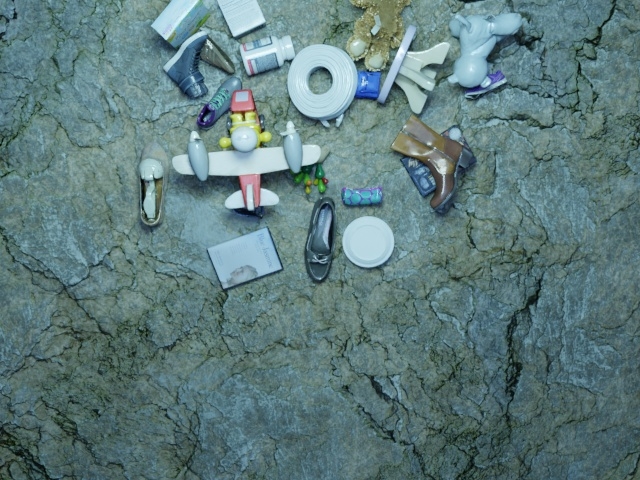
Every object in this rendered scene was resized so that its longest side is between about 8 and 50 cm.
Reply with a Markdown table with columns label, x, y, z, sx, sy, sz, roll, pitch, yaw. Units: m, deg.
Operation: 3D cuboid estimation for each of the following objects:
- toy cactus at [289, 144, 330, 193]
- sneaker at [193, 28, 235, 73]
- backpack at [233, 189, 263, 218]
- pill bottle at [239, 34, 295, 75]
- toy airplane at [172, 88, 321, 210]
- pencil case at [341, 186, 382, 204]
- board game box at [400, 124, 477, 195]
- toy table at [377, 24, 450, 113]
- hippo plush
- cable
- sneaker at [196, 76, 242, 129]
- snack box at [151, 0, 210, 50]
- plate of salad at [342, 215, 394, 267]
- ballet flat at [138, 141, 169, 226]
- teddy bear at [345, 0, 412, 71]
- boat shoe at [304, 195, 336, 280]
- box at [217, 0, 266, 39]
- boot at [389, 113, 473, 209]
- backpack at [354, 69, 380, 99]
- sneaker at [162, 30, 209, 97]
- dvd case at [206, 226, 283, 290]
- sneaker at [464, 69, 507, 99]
| label | x | y | z | sx | sy | sz | roll | pitch | yaw |
| --- | --- | --- | --- | --- | --- | --- | --- | --- | --- |
| toy cactus | -0.037 | -0.286 | 1.853 | 0.219 | 0.112 | 0.180 | 44 | 85 | -2 |
| sneaker | -0.383 | -0.655 | 1.780 | 0.071 | 0.066 | 0.188 | -40 | 96 | 21 |
| backpack | -0.269 | -0.139 | 1.863 | 0.114 | 0.084 | 0.105 | 3 | 97 | -9 |
| pill bottle | -0.185 | -0.656 | 1.761 | 0.180 | 0.108 | 0.108 | -16 | 101 | -1 |
| toy airplane | -0.251 | -0.288 | 1.698 | 0.384 | 0.272 | 0.386 | 41 | 83 | 3 |
| pencil case | 0.156 | -0.170 | 1.896 | 0.151 | 0.065 | 0.070 | -2 | 126 | -4 |
| board game box | 0.449 | -0.304 | 1.901 | 0.243 | 0.042 | 0.165 | -33 | 101 | 3 |
| toy table | 0.326 | -0.588 | 1.754 | 0.160 | 0.252 | 0.274 | 23 | 133 | 1 |
| hippo plush | 0.565 | -0.656 | 1.738 | 0.234 | 0.294 | 0.237 | 1 | 112 | 9 |
| cable | 0.002 | -0.558 | 1.767 | 0.257 | 0.089 | 0.257 | 33 | 110 | 10 |
| sneaker | -0.358 | -0.488 | 1.785 | 0.083 | 0.098 | 0.224 | 38 | 96 | -10 |
| snack box | -0.463 | -0.737 | 1.677 | 0.070 | 0.207 | 0.174 | 42 | 96 | -8 |
| plate of salad | 0.185 | 0.005 | 1.940 | 0.199 | 0.048 | 0.200 | 1 | 99 | 7 |
| ballet flat | -0.609 | -0.200 | 1.819 | 0.107 | 0.106 | 0.316 | 0 | 100 | -4 |
| teddy bear | 0.199 | -0.764 | 1.749 | 0.245 | 0.113 | 0.338 | 5 | 96 | -21 |
| boat shoe | 0.000 | 0.000 | 1.901 | 0.112 | 0.095 | 0.336 | 5 | 100 | -5 |
| box | -0.274 | -0.795 | 1.747 | 0.126 | 0.072 | 0.137 | -24 | 102 | 1 |
| boot | 0.382 | -0.282 | 1.831 | 0.280 | 0.096 | 0.264 | 27 | 98 | -7 |
| backpack | 0.153 | -0.568 | 1.805 | 0.120 | 0.101 | 0.098 | 6 | 94 | 1 |
| sneaker | -0.427 | -0.600 | 1.735 | 0.226 | 0.086 | 0.163 | -31 | 100 | 38 |
| dvd case | -0.289 | 0.070 | 1.934 | 0.252 | 0.022 | 0.181 | -20 | 101 | 0 |
| sneaker | 0.605 | -0.577 | 1.860 | 0.169 | 0.068 | 0.071 | -27 | 86 | -7 |
